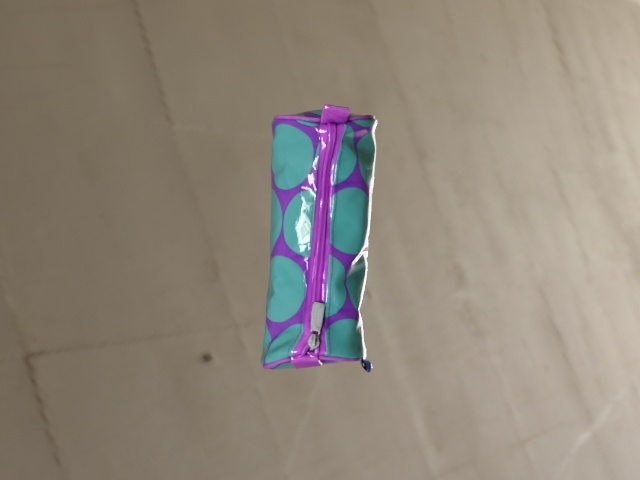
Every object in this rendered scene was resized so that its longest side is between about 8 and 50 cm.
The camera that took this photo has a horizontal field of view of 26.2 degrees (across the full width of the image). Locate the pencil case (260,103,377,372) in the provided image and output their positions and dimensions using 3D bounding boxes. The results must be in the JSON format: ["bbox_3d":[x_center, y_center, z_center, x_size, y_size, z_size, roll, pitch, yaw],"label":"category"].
[{"bbox_3d":[0.000,0.000,0.797,0.070,0.064,0.152,172,100,-86],"label":"pencil case"}]
